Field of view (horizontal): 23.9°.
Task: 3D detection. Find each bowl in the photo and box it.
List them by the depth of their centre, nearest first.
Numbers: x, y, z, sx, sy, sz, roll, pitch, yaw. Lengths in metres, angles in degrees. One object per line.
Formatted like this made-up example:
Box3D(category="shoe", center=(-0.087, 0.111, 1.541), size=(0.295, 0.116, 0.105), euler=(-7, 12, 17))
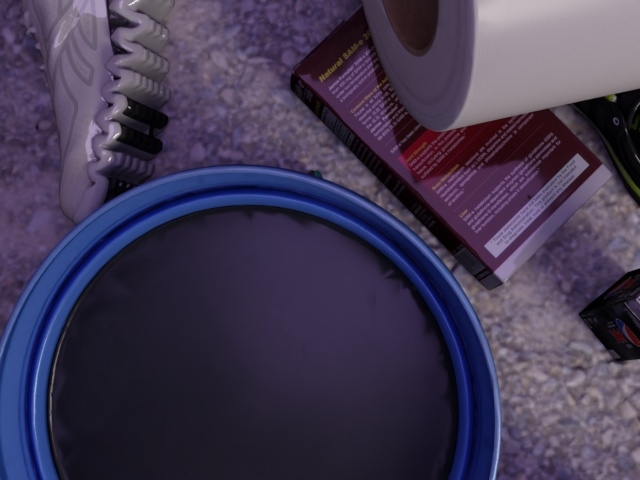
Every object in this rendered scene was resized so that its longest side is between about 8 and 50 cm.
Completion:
Box3D(category="bowl", center=(-0.057, 0.137, 1.165), size=(0.391, 0.077, 0.391), euler=(0, 93, 4))

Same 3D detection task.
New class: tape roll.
Box3D(category="tape roll", center=(0.137, -0.213, 1.088), size=(0.169, 0.246, 0.246), euler=(-13, 85, -13))

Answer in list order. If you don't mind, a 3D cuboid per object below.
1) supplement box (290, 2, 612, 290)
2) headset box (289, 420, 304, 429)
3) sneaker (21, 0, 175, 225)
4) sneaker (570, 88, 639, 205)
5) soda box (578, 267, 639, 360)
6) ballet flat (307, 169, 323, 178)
Box3D(category="supplement box", center=(0.102, -0.089, 1.224), size=(0.130, 0.073, 0.239), euler=(-44, 88, -7))
Box3D(category="headset box", center=(-0.021, 0.102, 1.222), size=(0.062, 0.032, 0.083), euler=(28, 83, 1))
Box3D(category="sneaker", center=(-0.183, -0.153, 1.217), size=(0.118, 0.110, 0.292), euler=(4, 81, 12))
Box3D(category="sneaker", center=(0.250, -0.122, 1.220), size=(0.084, 0.097, 0.235), euler=(-36, 86, -5))
Box3D(category="soda box", center=(0.253, 0.055, 1.166), size=(0.060, 0.169, 0.053), euler=(-39, 87, -5))
Box3D(category="ballet flat", center=(0.000, 0.000, 1.231), size=(0.041, 0.041, 0.114), euler=(-21, 84, -4))
